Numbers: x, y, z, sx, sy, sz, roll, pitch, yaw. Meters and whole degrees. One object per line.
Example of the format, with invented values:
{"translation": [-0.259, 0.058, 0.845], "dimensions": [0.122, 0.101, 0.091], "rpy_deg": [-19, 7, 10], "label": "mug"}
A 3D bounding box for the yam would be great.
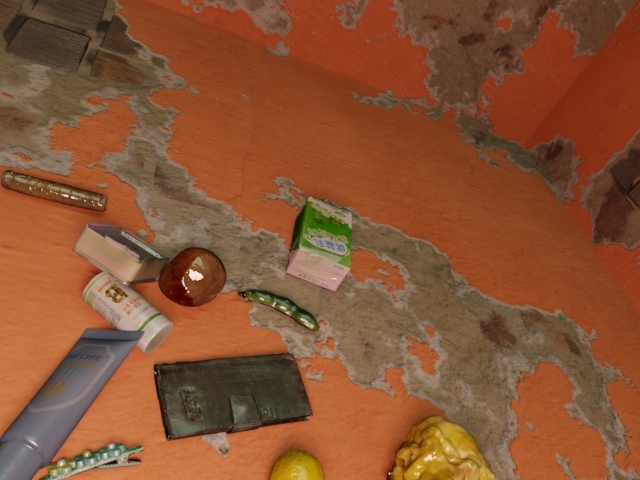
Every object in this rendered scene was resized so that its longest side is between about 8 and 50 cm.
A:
{"translation": [-0.638, -0.119, 1.356], "dimensions": [0.241, 0.057, 0.057], "rpy_deg": [16, 38, -19], "label": "yam"}

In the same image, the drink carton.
{"translation": [0.000, 0.000, 1.624], "dimensions": [0.161, 0.108, 0.271], "rpy_deg": [22, 36, -12], "label": "drink carton"}

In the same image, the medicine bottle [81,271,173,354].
{"translation": [-0.404, 0.149, 1.175], "dimensions": [0.183, 0.086, 0.086], "rpy_deg": [37, 36, 9], "label": "medicine bottle"}

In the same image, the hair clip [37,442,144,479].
{"translation": [-0.390, 0.376, 0.956], "dimensions": [0.172, 0.049, 0.049], "rpy_deg": [-2, 47, -35], "label": "hair clip"}

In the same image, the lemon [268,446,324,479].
{"translation": [-0.044, 0.455, 1.045], "dimensions": [0.109, 0.109, 0.133], "rpy_deg": [8, 58, -29], "label": "lemon"}

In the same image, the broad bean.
{"translation": [-0.103, 0.168, 1.409], "dimensions": [0.226, 0.039, 0.069], "rpy_deg": [22, 30, -10], "label": "broad bean"}

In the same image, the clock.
{"translation": [-0.433, 0.029, 1.233], "dimensions": [0.147, 0.071, 0.192], "rpy_deg": [32, 0, 2], "label": "clock"}

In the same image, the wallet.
{"translation": [-0.176, 0.317, 1.171], "dimensions": [0.317, 0.044, 0.169], "rpy_deg": [3, 45, -32], "label": "wallet"}

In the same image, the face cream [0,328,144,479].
{"translation": [-0.454, 0.285, 0.976], "dimensions": [0.135, 0.086, 0.385], "rpy_deg": [0, 33, 14], "label": "face cream"}

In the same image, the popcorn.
{"translation": [0.236, 0.460, 1.132], "dimensions": [0.191, 0.253, 0.190], "rpy_deg": [-7, 86, -20], "label": "popcorn"}

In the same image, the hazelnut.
{"translation": [-0.298, 0.081, 1.298], "dimensions": [0.143, 0.143, 0.154], "rpy_deg": [42, 54, 15], "label": "hazelnut"}
